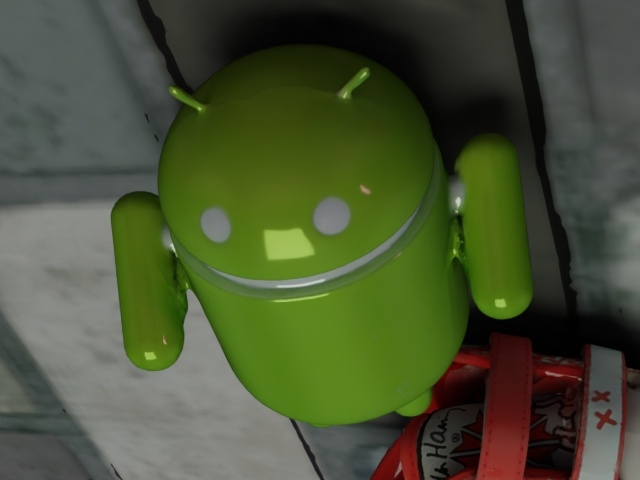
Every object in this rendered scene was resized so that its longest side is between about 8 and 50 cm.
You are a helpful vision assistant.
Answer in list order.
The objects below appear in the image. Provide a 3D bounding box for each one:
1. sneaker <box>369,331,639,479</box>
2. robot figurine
[{"bbox_3d":[0.116,0.067,0.388,0.145,0.090,0.270,25,145,-20],"label":"sneaker"},{"bbox_3d":[0.000,0.000,0.353,0.101,0.067,0.115,-7,140,9],"label":"robot figurine"}]
